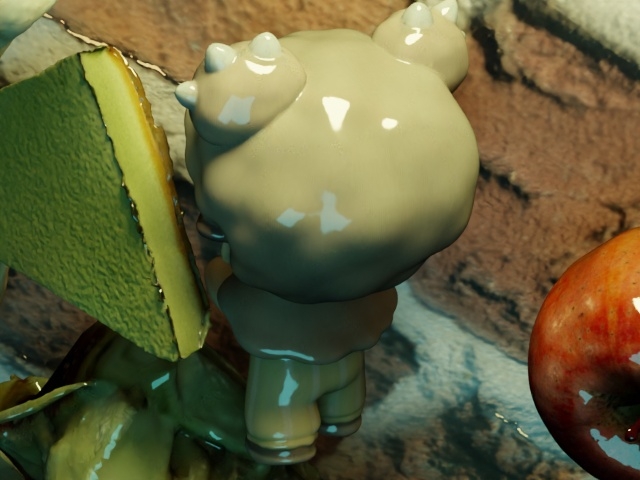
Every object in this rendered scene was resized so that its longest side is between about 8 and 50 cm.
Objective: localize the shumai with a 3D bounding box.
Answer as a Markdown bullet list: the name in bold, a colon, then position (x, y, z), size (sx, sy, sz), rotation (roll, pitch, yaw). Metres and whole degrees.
- **shumai**: position (-0.146, 0.229, 1.454), size (0.395, 0.395, 0.348), rotation (-9, 103, 15)

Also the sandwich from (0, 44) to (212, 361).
- **sandwich**: position (-0.197, -0.014, 1.339), size (0.212, 0.063, 0.245), rotation (-14, 94, 43)

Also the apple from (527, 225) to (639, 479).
- **apple**: position (0.277, 0.094, 1.339), size (0.234, 0.234, 0.234), rotation (4, 128, 5)

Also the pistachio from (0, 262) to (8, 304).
- **pistachio**: position (-0.365, 0.053, 1.457), size (0.229, 0.157, 0.157), rotation (-37, 115, 27)

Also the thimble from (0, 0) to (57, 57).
- **thimble**: position (-0.275, -0.216, 1.134), size (0.291, 0.291, 0.195), rotation (-34, 111, 29)

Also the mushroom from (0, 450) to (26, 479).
- **mushroom**: position (-0.281, 0.325, 1.689), size (0.100, 0.081, 0.312), rotation (-26, 118, 18)

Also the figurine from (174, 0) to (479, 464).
- **figurine**: position (0.000, 0.001, 1.299), size (0.248, 0.203, 0.380), rotation (-11, 127, -26)
